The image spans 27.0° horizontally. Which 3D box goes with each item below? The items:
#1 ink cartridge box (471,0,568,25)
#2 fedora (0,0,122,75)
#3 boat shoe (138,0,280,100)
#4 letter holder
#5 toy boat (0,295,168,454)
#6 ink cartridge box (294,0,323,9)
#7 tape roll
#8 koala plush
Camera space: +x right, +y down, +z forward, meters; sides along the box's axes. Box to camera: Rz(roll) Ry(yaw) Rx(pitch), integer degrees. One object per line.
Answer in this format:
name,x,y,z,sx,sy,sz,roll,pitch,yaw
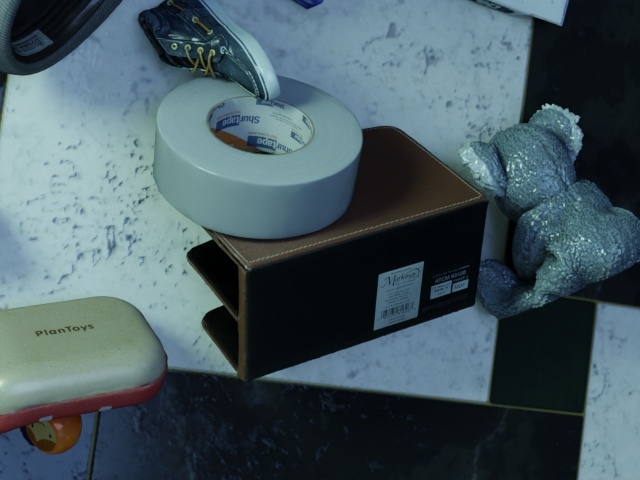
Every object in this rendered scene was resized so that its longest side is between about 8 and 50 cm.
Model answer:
ink cartridge box,0.232,-0.392,1.652,0.208,0.045,0.206,15,90,-24
fedora,-0.278,-0.301,1.347,0.124,0.244,0.275,37,82,9
boat shoe,-0.121,-0.201,1.444,0.083,0.065,0.183,-30,58,-17
letter holder,0.000,0.000,1.507,0.301,0.214,0.152,-16,128,-26
toy boat,-0.277,0.156,1.379,0.231,0.151,0.151,-7,122,-26
ink cartridge box,-0.009,-0.384,1.546,0.097,0.046,0.207,25,79,-22
tape roll,-0.067,-0.094,1.422,0.219,0.219,0.072,-11,131,-25
koala plush,0.273,-0.047,1.613,0.196,0.203,0.221,-23,87,-24
